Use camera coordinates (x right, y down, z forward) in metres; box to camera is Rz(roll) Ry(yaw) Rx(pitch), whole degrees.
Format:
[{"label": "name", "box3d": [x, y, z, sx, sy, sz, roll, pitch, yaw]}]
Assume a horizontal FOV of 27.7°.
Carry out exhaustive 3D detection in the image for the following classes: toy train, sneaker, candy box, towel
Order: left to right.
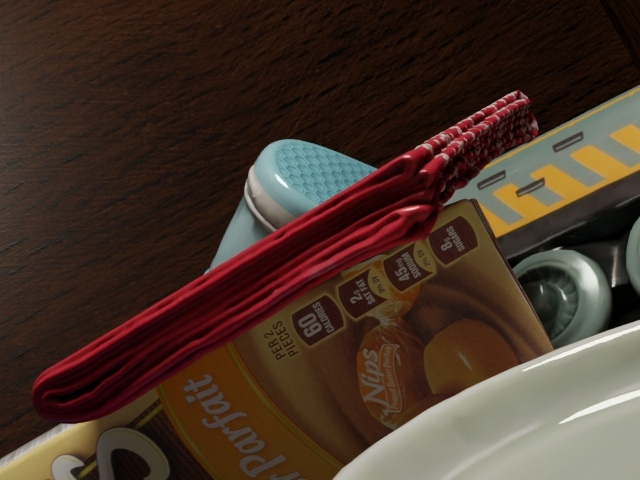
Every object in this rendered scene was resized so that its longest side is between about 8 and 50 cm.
[{"label": "candy box", "box3d": [-0.024, 0.135, 0.630, 0.316, 0.183, 0.087, -30, 1, -12]}, {"label": "towel", "box3d": [0.000, 0.000, 0.616, 0.199, 0.031, 0.275, -30, 2, 21]}, {"label": "sneaker", "box3d": [0.044, 0.065, 1.023, 0.208, 0.319, 0.127, -54, 24, 26]}, {"label": "toy train", "box3d": [0.147, 0.016, 0.784, 0.334, 0.190, 0.142, -28, -41, 26]}]

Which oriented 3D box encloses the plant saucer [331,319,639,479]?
[{"label": "plant saucer", "box3d": [0.109, 0.084, 0.334, 0.400, 0.101, 0.400, -19, 5, 2]}]
